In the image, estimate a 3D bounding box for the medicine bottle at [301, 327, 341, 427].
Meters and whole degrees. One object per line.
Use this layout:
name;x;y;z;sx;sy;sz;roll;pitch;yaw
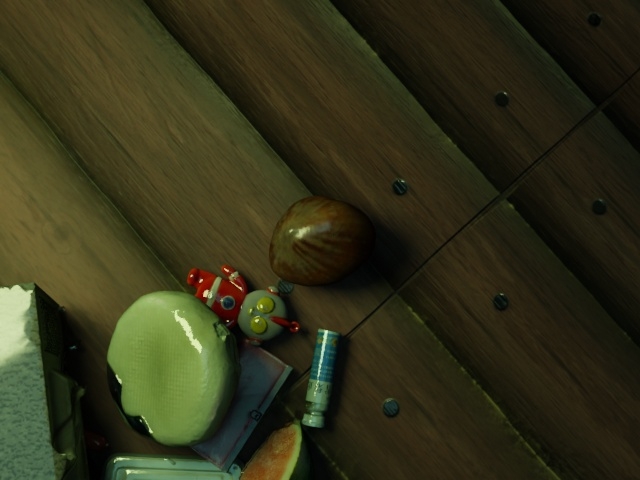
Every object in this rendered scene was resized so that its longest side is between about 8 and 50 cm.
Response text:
medicine bottle;0.003;0.274;1.185;0.051;0.051;0.191;12;78;-5

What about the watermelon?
watermelon;-0.057;0.471;1.109;0.231;0.128;0.146;-48;118;-28

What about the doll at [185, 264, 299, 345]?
doll;-0.157;0.136;1.180;0.244;0.076;0.143;20;83;1

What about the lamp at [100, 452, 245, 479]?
lamp;-0.281;0.537;1.090;0.268;0.047;0.267;4;68;-7

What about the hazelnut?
hazelnut;-0.004;-0.009;1.164;0.209;0.210;0.186;12;40;-5

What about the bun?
bun;-0.254;0.229;1.095;0.283;0.179;0.284;-1;87;28

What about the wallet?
wallet;-0.165;0.316;1.152;0.119;0.025;0.232;31;70;7

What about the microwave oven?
microwave oven;-0.572;0.320;0.964;0.373;0.236;0.433;-9;77;-17

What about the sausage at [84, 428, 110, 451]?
sausage;-0.518;0.346;1.115;0.253;0.034;0.034;23;78;-3
